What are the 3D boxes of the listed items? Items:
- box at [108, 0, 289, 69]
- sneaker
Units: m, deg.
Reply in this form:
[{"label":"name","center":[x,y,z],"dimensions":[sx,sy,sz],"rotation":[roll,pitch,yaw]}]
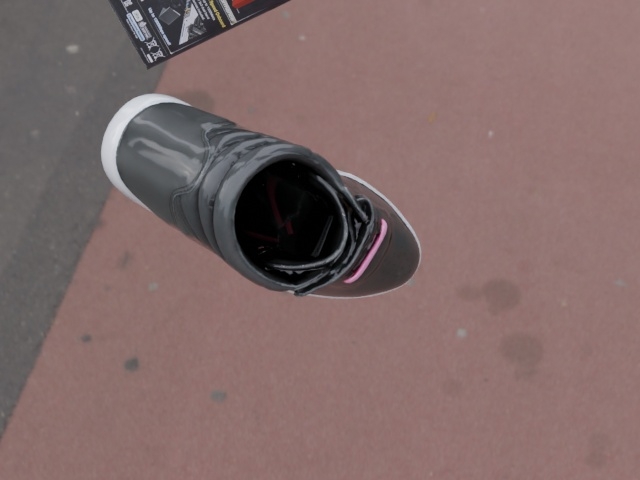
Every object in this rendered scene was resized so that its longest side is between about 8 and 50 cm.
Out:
[{"label":"box","center":[-0.134,-0.355,0.964],"dimensions":[0.242,0.307,0.076],"rotation":[-25,27,7]},{"label":"sneaker","center":[0.000,0.000,0.693],"dimensions":[0.147,0.296,0.104],"rotation":[32,95,47]}]
